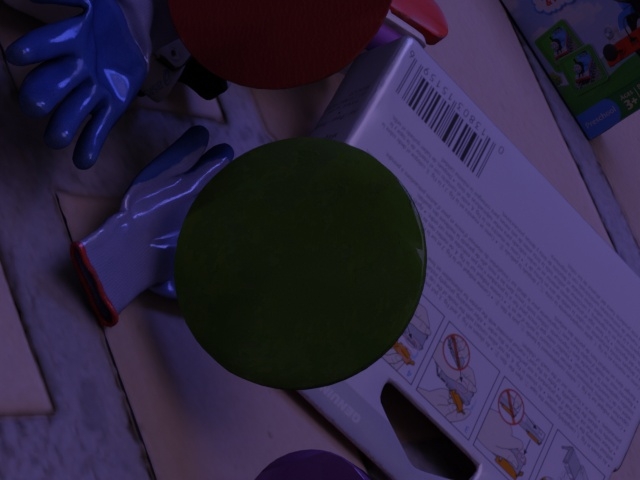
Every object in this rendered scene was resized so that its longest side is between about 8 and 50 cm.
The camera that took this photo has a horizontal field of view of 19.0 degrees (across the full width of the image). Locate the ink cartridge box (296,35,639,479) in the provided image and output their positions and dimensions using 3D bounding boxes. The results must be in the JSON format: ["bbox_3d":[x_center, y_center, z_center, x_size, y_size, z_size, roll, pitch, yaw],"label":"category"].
[{"bbox_3d":[0.079,0.056,1.138,0.275,0.060,0.239,44,56,-21],"label":"ink cartridge box"}]

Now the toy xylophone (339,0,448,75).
[{"bbox_3d":[-0.038,-0.247,1.228,0.236,0.081,0.323,19,46,-46],"label":"toy xylophone"}]

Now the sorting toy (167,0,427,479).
[{"bbox_3d":[0.000,0.000,0.995,0.126,0.127,0.366,47,37,-71],"label":"sorting toy"}]

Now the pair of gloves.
[{"bbox_3d":[-0.090,-0.050,0.966,0.159,0.023,0.198,-44,119,-54],"label":"pair of gloves"}]

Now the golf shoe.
[{"bbox_3d":[-0.102,-0.118,1.030,0.176,0.069,0.086,1,67,-54],"label":"golf shoe"}]

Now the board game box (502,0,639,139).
[{"bbox_3d":[0.221,-0.209,1.492,0.211,0.160,0.039,58,31,2],"label":"board game box"}]
